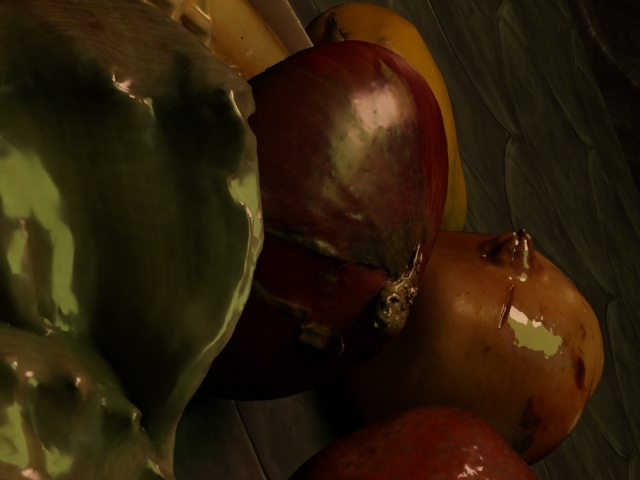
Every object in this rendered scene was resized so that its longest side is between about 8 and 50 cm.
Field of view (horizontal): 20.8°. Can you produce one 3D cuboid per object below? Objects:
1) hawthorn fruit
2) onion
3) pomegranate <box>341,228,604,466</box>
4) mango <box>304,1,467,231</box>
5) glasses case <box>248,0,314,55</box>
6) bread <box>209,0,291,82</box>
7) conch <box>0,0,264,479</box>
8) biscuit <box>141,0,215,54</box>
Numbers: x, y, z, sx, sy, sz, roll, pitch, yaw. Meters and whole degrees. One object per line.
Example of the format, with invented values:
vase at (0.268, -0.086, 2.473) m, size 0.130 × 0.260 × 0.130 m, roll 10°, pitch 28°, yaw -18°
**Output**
hawthorn fruit at (0.044, 0.219, 1.058) m, size 0.262 × 0.210 × 0.210 m, roll -20°, pitch 88°, yaw -62°
onion at (-0.007, -0.006, 1.100) m, size 0.161 × 0.248 × 0.248 m, roll 33°, pitch 23°, yaw 2°
pomegranate at (0.116, 0.088, 1.367) m, size 0.209 × 0.209 × 0.209 m, roll 52°, pitch 26°, yaw -38°
mango at (0.062, -0.095, 1.553) m, size 0.176 × 0.119 × 0.317 m, roll -95°, pitch 163°, yaw -44°
glasses case at (-0.084, -0.207, 1.373) m, size 0.193 × 0.070 × 0.102 m, roll 59°, pitch -6°, yaw -18°
bread at (-0.124, -0.143, 1.124) m, size 0.142 × 0.091 × 0.305 m, roll -54°, pitch 134°, yaw -15°
conch at (-0.147, 0.009, 0.624) m, size 0.186 × 0.263 × 0.324 m, roll 34°, pitch 10°, yaw -47°
biscuit at (-0.136, -0.160, 1.013) m, size 0.204 × 0.040 × 0.309 m, roll -8°, pitch 106°, yaw -45°
